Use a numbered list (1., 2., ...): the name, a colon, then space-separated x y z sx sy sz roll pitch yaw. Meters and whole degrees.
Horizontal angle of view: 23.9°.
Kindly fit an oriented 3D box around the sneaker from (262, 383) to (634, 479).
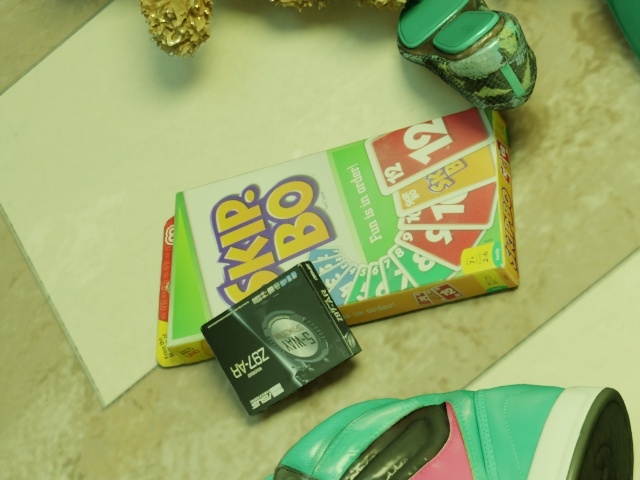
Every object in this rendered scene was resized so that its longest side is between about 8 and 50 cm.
1. sneaker: 0.034 0.183 0.768 0.178 0.124 0.295 1 40 32

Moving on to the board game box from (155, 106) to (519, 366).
1. board game box: 0.000 0.000 0.988 0.259 0.039 0.124 -16 55 24

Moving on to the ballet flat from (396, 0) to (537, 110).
1. ballet flat: 0.095 -0.122 0.979 0.070 0.070 0.188 -36 19 6

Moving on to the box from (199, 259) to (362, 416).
1. box: -0.025 0.062 0.943 0.083 0.018 0.067 -32 83 21

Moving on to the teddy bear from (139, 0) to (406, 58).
1. teddy bear: -0.039 -0.237 1.115 0.338 0.113 0.245 -6 59 21

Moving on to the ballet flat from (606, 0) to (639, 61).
1. ballet flat: 0.266 -0.091 0.840 0.139 0.139 0.400 -29 50 12
